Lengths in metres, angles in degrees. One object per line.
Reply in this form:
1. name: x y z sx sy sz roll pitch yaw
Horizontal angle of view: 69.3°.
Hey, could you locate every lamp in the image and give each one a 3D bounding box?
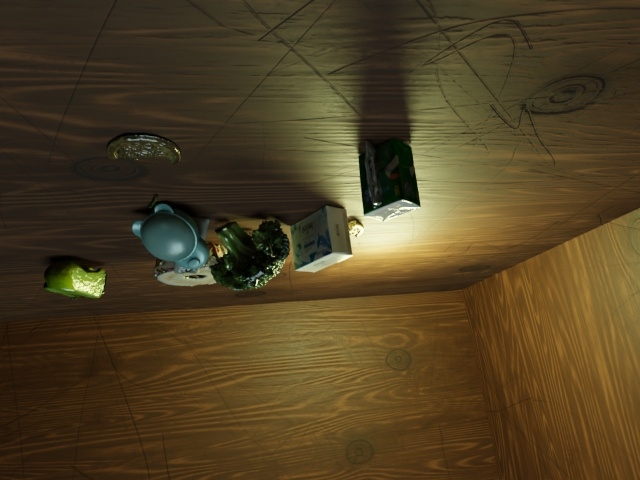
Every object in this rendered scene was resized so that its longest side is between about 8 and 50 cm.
1. lamp: -0.537 -0.002 1.715 0.210 0.147 0.284 -29 134 21

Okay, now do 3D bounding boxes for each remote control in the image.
1. remote control: -0.528 0.031 1.891 0.110 0.055 0.312 1 131 -24

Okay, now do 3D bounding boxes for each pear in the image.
1. pear: -1.188 0.178 2.180 0.239 0.163 0.255 -4 160 28

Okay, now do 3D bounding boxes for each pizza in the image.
1. pizza: 0.133 -0.049 2.084 0.131 0.041 0.178 -2 162 -8

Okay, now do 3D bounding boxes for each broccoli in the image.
1. broccoli: -0.289 0.062 1.922 0.339 0.277 0.317 24 141 31

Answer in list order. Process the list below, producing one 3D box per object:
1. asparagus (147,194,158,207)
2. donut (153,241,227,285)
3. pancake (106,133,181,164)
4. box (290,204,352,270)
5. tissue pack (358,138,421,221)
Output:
1. asparagus: -0.584 -0.134 1.613 0.015 0.014 0.114 37 146 -15
2. donut: -0.590 0.110 2.173 0.384 0.142 0.382 -6 163 -2
3. pancake: -0.491 -0.244 1.284 0.191 0.020 0.184 -9 163 10
4. box: -0.002 0.000 1.922 0.116 0.202 0.274 7 159 -36
5. tissue pack: 0.188 -0.186 1.388 0.156 0.208 0.148 14 154 -42
